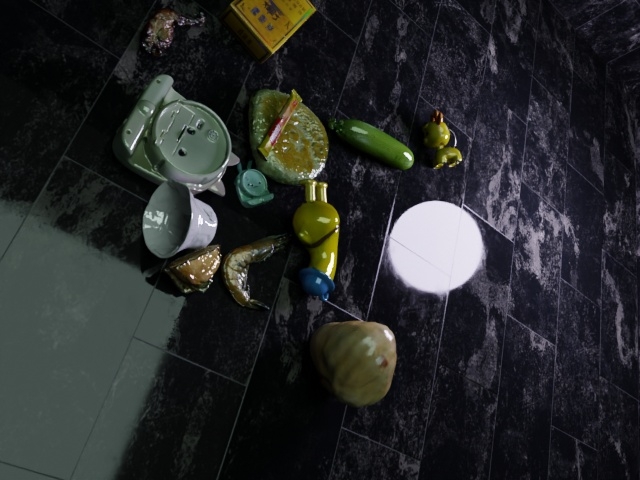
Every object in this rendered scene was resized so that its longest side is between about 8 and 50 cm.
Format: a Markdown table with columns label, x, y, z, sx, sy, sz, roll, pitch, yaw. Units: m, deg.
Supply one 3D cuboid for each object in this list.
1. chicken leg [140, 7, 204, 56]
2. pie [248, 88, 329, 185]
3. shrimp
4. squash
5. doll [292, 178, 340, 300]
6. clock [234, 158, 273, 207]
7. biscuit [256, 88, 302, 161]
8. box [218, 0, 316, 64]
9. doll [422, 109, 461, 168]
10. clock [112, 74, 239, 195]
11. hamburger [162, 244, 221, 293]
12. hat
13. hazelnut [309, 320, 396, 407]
| label | x | y | z | sx | sy | sz | roll | pitch | yaw |
| --- | --- | --- | --- | --- | --- | --- | --- | --- | --- |
| chicken leg | -0.430 | -0.613 | 1.623 | 0.106 | 0.051 | 0.253 | 53 | 50 | -19 |
| pie | -0.101 | -0.321 | 1.769 | 0.323 | 0.070 | 0.323 | 15 | 66 | -35 |
| shrimp | -0.156 | 0.092 | 1.609 | 0.262 | 0.051 | 0.198 | -27 | 100 | -37 |
| squash | 0.185 | -0.341 | 1.974 | 0.379 | 0.101 | 0.101 | 21 | 64 | -29 |
| doll | 0.000 | 0.000 | 1.696 | 0.199 | 0.145 | 0.363 | 2 | 82 | -49 |
| clock | -0.202 | -0.166 | 1.655 | 0.101 | 0.041 | 0.135 | -23 | 90 | -40 |
| biscuit | -0.122 | -0.349 | 1.698 | 0.048 | 0.026 | 0.292 | 55 | 45 | -38 |
| box | -0.166 | -0.736 | 1.841 | 0.193 | 0.084 | 0.301 | 46 | 53 | -17 |
| doll | 0.462 | -0.391 | 2.184 | 0.135 | 0.143 | 0.221 | -12 | 82 | -5 |
| clock | -0.363 | -0.260 | 1.519 | 0.324 | 0.108 | 0.265 | 32 | 58 | -25 |
| hamburger | -0.326 | 0.082 | 1.461 | 0.176 | 0.087 | 0.102 | -32 | 118 | -51 |
| hat | -0.345 | -0.043 | 1.441 | 0.126 | 0.203 | 0.203 | 21 | 62 | -53 |
| hazelnut | 0.102 | 0.325 | 1.602 | 0.241 | 0.261 | 0.261 | -21 | 89 | -41 |
